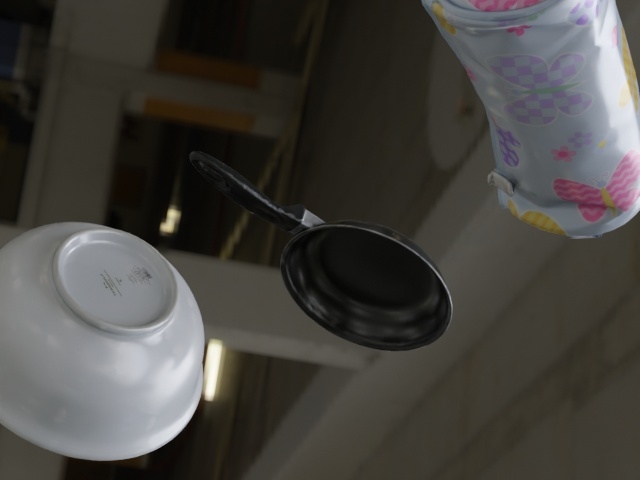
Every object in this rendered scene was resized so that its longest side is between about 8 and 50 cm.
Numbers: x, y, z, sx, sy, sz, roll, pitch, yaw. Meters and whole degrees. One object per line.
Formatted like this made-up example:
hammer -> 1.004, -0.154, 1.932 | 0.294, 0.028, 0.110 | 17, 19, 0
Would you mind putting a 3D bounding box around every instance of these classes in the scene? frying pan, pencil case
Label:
frying pan -> -0.006, 0.018, 1.714 | 0.053, 0.326, 0.197 | -63, 179, -39
pencil case -> 0.159, -0.116, 1.109 | 0.273, 0.124, 0.113 | 62, 31, -52

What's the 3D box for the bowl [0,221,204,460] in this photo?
bowl -> -0.243, 0.081, 1.711 | 0.298, 0.298, 0.134 | -90, -155, -43
